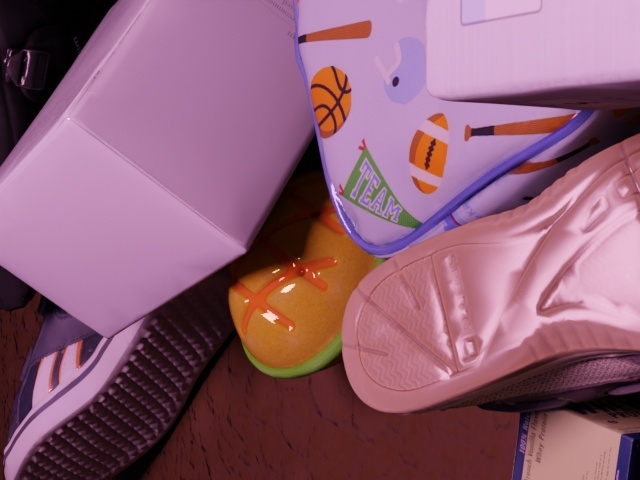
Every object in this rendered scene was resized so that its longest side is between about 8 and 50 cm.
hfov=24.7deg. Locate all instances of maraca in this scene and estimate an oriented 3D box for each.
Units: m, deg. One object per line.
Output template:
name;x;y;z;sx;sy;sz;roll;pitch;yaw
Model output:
maraca;0.000;0.000;0.932;0.127;0.099;0.186;-6;62;42

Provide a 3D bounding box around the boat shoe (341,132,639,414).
boat shoe;0.143;0.019;0.670;0.285;0.092;0.103;-23;70;33

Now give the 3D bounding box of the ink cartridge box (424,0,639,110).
ink cartridge box;0.176;-0.206;0.460;0.385;0.091;0.308;1;90;59

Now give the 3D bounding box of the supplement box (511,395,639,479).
supplement box;0.141;0.124;0.721;0.083;0.056;0.083;18;104;58

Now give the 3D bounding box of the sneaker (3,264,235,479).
sneaker;-0.169;0.083;1.190;0.321;0.126;0.127;-49;52;33

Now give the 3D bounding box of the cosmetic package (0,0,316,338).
cosmetic package;-0.098;-0.081;0.962;0.224;0.138;0.225;-30;26;56

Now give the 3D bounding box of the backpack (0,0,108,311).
backpack;-0.284;-0.143;1.225;0.355;0.273;0.290;-59;-31;-59

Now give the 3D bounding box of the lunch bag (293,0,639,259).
lunch bag;0.091;-0.143;0.764;0.243;0.115;0.303;-36;59;48
